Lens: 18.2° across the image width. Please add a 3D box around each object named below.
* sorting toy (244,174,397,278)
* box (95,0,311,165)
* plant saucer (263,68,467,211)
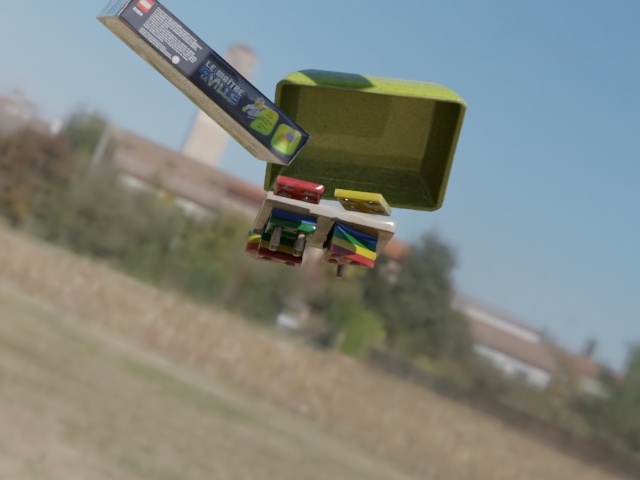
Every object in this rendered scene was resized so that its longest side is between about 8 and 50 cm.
[{"bbox_3d":[0.000,0.000,2.000,0.132,0.046,0.274,13,-15,-5],"label":"sorting toy"},{"bbox_3d":[-0.108,-0.150,1.827,0.207,0.036,0.114,41,-6,-15],"label":"box"},{"bbox_3d":[0.043,-0.109,2.022,0.188,0.045,0.188,6,-35,-2],"label":"plant saucer"}]
